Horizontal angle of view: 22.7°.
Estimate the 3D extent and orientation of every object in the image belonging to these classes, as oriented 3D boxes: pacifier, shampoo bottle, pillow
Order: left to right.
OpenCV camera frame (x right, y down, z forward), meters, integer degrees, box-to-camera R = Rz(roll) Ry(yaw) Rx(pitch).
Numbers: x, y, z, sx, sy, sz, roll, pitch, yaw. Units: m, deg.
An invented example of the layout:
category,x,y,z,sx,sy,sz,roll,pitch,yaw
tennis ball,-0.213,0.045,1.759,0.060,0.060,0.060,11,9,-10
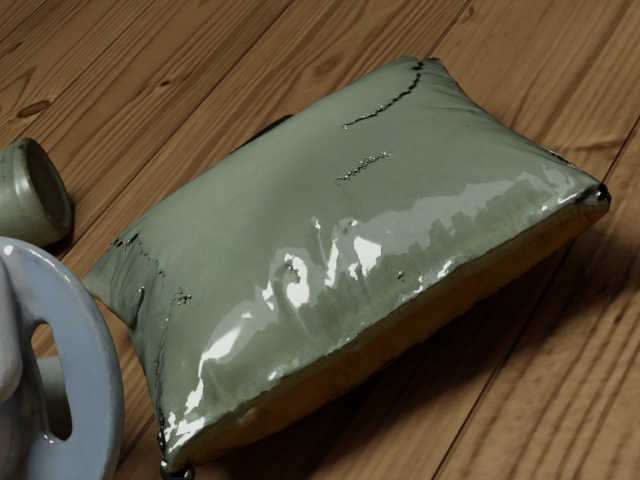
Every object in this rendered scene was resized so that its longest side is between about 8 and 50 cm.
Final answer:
category,x,y,z,sx,sy,sz,roll,pitch,yaw
shampoo bottle,-0.336,0.003,1.372,0.234,0.087,0.118,-26,30,6
pacifier,-0.217,0.098,1.036,0.279,0.227,0.207,-18,-13,28
pillow,0.000,0.000,1.022,0.310,0.119,0.312,-34,27,-3

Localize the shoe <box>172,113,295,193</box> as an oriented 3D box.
category,x,y,z,sx,sy,sz,roll,pitch,yaw
shoe,-0.069,-0.039,1.246,0.179,0.049,0.071,-32,8,35
